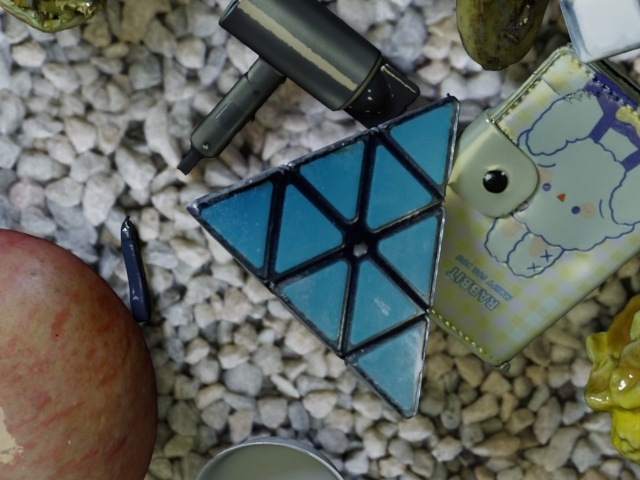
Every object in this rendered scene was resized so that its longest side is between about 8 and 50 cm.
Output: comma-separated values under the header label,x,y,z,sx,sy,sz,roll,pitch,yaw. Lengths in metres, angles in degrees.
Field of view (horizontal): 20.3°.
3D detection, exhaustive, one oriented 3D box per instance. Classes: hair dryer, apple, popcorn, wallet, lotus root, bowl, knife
label,x,y,z,sx,sy,sz,roll,pitch,yaw
hair dryer,-0.049,-0.129,1.759,0.195,0.078,0.248,38,126,-11
apple,-0.329,0.166,1.831,0.344,0.269,0.345,4,118,8
popcorn,0.355,0.130,1.757,0.197,0.197,0.155,-32,107,22
wallet,0.213,-0.032,1.751,0.223,0.077,0.309,40,114,-12
lotus root,0.169,-0.237,1.651,0.089,0.080,0.179,5,119,7
bowl,-0.044,0.278,1.946,0.189,0.086,0.189,4,117,9
knife,-0.195,0.030,1.874,0.018,0.031,0.121,-5,115,14

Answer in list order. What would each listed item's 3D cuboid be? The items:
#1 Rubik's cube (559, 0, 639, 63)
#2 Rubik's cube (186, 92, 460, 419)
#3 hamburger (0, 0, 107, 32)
label,x,y,z,sx,sy,sz,roll,pitch,yaw
Rubik's cube,0.297,-0.329,1.483,0.256,0.259,0.253,-15,112,15
Rubik's cube,0.000,-0.002,1.697,0.228,0.228,0.233,8,130,3
hamburger,-0.252,-0.287,1.663,0.159,0.185,0.131,0,158,-26
